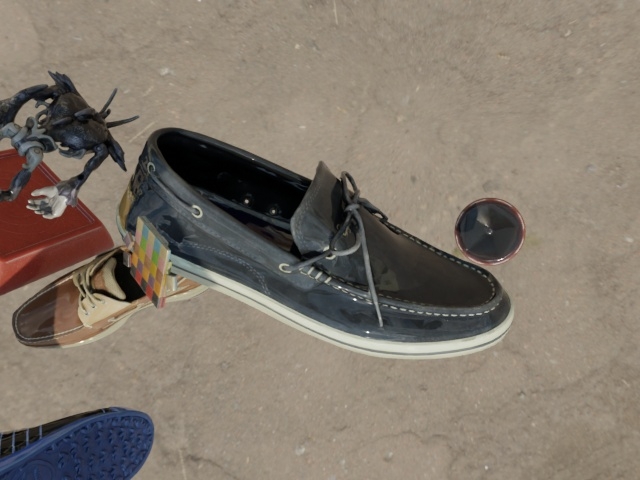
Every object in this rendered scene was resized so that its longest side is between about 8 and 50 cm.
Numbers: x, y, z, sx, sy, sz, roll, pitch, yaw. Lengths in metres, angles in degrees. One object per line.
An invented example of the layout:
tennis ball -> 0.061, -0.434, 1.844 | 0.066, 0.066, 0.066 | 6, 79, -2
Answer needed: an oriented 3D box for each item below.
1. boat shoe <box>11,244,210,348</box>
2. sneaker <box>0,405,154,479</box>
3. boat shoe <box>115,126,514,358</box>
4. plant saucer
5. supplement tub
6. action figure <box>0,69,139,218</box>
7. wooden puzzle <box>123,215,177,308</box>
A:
boat shoe -> -0.310, 0.064, 0.883 | 0.325, 0.116, 0.123 | -25, 75, -5
sneaker -> -0.245, 0.180, 0.471 | 0.091, 0.232, 0.081 | 9, 98, 32
boat shoe -> 0.000, 0.000, 0.707 | 0.501, 0.186, 0.155 | 20, 125, 2
plant saucer -> -0.503, -0.054, 0.967 | 0.259, 0.258, 0.047 | 44, 121, 7
supplement tub -> 0.276, -0.016, 0.967 | 0.106, 0.198, 0.105 | 1, 92, 16
action figure -> -0.363, -0.113, 0.742 | 0.141, 0.276, 0.164 | -25, 100, 39
wooden puzzle -> -0.122, 0.015, 0.426 | 0.083, 0.006, 0.049 | 40, 124, 39
